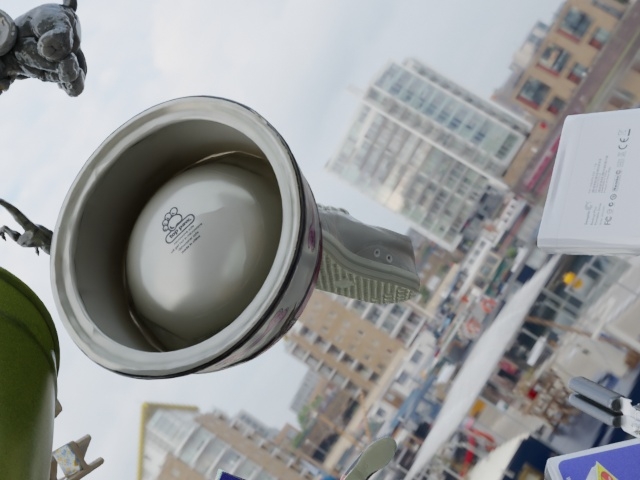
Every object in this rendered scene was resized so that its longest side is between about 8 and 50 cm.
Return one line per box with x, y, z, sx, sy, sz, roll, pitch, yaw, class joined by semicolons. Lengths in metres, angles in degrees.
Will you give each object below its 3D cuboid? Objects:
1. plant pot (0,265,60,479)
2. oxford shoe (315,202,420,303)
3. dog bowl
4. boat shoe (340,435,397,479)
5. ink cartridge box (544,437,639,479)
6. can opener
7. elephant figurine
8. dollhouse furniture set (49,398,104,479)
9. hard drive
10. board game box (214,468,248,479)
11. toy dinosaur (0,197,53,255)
-0.435;0.247;0.871;0.367;0.353;0.366;-12;-54;-18;plant pot
0.000;0.000;1.432;0.169;0.449;0.130;-20;61;42;oxford shoe
-0.178;0.008;1.216;0.408;0.408;0.150;-57;-30;-1;dog bowl
0.086;0.412;1.557;0.137;0.049;0.043;-48;-4;-2;boat shoe
0.456;0.363;0.969;0.072;0.307;0.303;82;177;-48;ink cartridge box
0.623;0.350;1.759;0.280;0.093;0.074;-164;68;-66;can opener
-0.532;-0.316;1.443;0.186;0.240;0.169;-97;2;-56;elephant figurine
-0.776;0.468;1.951;0.394;0.362;0.256;-32;-3;35;dollhouse furniture set
0.503;-0.088;1.225;0.047;0.353;0.233;32;-112;-41;hard drive
-0.029;0.466;1.142;0.046;0.317;0.213;140;152;-73;board game box
-0.539;-0.006;1.583;0.118;0.268;0.064;-10;47;47;toy dinosaur
